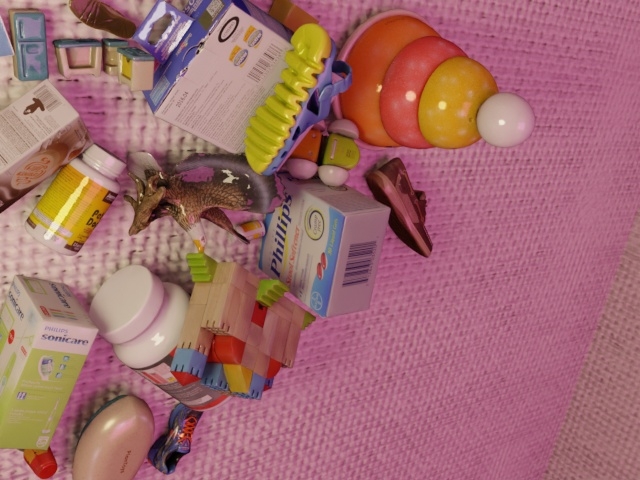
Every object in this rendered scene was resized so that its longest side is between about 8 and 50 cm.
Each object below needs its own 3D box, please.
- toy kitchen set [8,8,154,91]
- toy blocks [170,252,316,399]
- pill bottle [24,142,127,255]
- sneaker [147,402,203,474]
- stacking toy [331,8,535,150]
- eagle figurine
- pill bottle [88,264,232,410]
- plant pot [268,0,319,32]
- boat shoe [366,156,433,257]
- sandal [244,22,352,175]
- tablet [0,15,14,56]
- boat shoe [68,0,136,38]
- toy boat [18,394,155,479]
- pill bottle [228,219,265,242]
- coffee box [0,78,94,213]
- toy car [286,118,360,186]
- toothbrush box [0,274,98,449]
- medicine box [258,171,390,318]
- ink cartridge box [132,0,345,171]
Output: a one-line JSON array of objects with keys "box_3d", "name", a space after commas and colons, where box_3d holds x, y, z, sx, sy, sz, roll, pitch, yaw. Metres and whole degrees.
[{"box_3d": [-0.426, -0.340, 1.296, 0.207, 0.166, 0.122, -13, 121, -33], "name": "toy kitchen set"}, {"box_3d": [-0.171, 0.223, 1.572, 0.381, 0.191, 0.260, 40, 55, -49], "name": "toy blocks"}, {"box_3d": [-0.477, -0.085, 1.427, 0.117, 0.117, 0.215, 34, 91, -44], "name": "pill bottle"}, {"box_3d": [-0.356, 0.506, 1.861, 0.083, 0.087, 0.221, 24, 97, -44], "name": "sneaker"}, {"box_3d": [0.280, -0.316, 1.650, 0.351, 0.480, 0.350, -18, 123, -30], "name": "stacking toy"}, {"box_3d": [-0.257, -0.078, 1.534, 0.298, 0.226, 0.225, -13, 113, -39], "name": "eagle figurine"}, {"box_3d": [-0.337, 0.224, 1.639, 0.210, 0.210, 0.363, -48, 133, -8], "name": "pill bottle"}, {"box_3d": [-0.070, -0.469, 1.571, 0.081, 0.081, 0.083, 21, 105, -43], "name": "plant pot"}, {"box_3d": [0.249, -0.090, 2.000, 0.123, 0.123, 0.342, -43, 126, -10], "name": "boat shoe"}, {"box_3d": [-0.037, -0.260, 1.429, 0.138, 0.126, 0.317, 11, 121, -44], "name": "sandal"}, {"box_3d": [-0.573, -0.360, 1.261, 0.054, 0.006, 0.083, -6, 122, 5], "name": "tablet"}, {"box_3d": [-0.412, -0.419, 1.349, 0.135, 0.045, 0.050, 23, 106, -47], "name": "boat shoe"}, {"box_3d": [-0.540, 0.464, 1.674, 0.318, 0.148, 0.267, 8, 113, -48], "name": "toy boat"}, {"box_3d": [-0.179, -0.020, 1.748, 0.083, 0.043, 0.043, -18, 123, -30], "name": "pill bottle"}, {"box_3d": [-0.547, -0.159, 1.302, 0.246, 0.098, 0.141, -41, 173, -13], "name": "coffee box"}, {"box_3d": [0.002, -0.208, 1.720, 0.182, 0.136, 0.159, 12, 78, -2], "name": "toy car"}, {"box_3d": [-0.585, 0.245, 1.459, 0.122, 0.206, 0.283, 19, 101, -42], "name": "toothbrush box"}, {"box_3d": [0.000, 0.000, 1.730, 0.149, 0.289, 0.263, -8, 118, -38], "name": "medicine box"}, {"box_3d": [-0.178, -0.338, 1.465, 0.395, 0.151, 0.270, 22, 115, -45], "name": "ink cartridge box"}]
